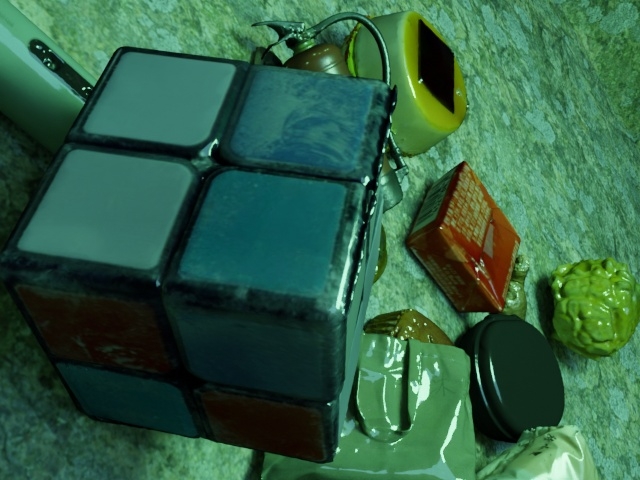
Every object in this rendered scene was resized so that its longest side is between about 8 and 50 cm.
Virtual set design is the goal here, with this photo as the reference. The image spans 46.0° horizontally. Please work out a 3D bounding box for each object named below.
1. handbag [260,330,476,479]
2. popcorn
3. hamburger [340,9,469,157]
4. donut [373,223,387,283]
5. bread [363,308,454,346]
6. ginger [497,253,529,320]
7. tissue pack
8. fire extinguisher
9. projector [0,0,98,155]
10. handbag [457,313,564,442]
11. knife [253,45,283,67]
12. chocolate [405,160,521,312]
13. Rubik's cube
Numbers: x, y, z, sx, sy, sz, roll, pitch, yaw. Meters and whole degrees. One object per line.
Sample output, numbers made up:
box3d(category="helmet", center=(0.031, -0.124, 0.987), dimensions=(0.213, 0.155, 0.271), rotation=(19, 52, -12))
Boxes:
box3d(category="handbag", center=(0.079, 0.255, 1.096), dimensions=(0.316, 0.109, 0.253), rotation=(11, 57, -8))
box3d(category="popcorn", center=(0.636, 0.154, 1.775), dimensions=(0.249, 0.225, 0.249), rotation=(-27, 122, -56))
box3d(category="hamburger", center=(0.150, -0.300, 1.456), dimensions=(0.294, 0.179, 0.276), rotation=(28, 56, -42))
box3d(category="donut", center=(0.000, 0.000, 1.151), dimensions=(0.208, 0.128, 0.261), rotation=(65, 29, -9))
box3d(category="bread", center=(0.155, 0.212, 1.269), dimensions=(0.199, 0.104, 0.199), rotation=(21, 59, -41))
box3d(category="ginger", center=(0.408, 0.112, 1.611), dimensions=(0.096, 0.067, 0.165), rotation=(-27, 122, -46))
box3d(category="tissue pack", center=(0.353, 0.541, 1.279), dimensions=(0.375, 0.195, 0.390), rotation=(-34, 100, -29))
box3d(category="fire extinguisher", center=(0.042, -0.233, 1.300), dimensions=(0.200, 0.113, 0.376), rotation=(-36, 107, -31))
box3d(category="projector", center=(-0.368, -0.213, 0.875), dimensions=(0.337, 0.108, 0.108), rotation=(43, 45, -27))
box3d(category="handbag", center=(0.379, 0.273, 1.506), dimensions=(0.308, 0.093, 0.253), rotation=(6, 66, -47))
box3d(category="knife", center=(-0.101, -0.183, 1.216), dimensions=(0.089, 0.043, 0.365), rotation=(42, 43, -40))
box3d(category="chocolate", center=(0.293, 0.001, 1.529), dimensions=(0.235, 0.108, 0.237), rotation=(49, 41, -20))
box3d(category="Rubik's cube", center=(-0.101, 0.018, 0.818), dimensions=(0.313, 0.318, 0.316), rotation=(89, 13, -52))
